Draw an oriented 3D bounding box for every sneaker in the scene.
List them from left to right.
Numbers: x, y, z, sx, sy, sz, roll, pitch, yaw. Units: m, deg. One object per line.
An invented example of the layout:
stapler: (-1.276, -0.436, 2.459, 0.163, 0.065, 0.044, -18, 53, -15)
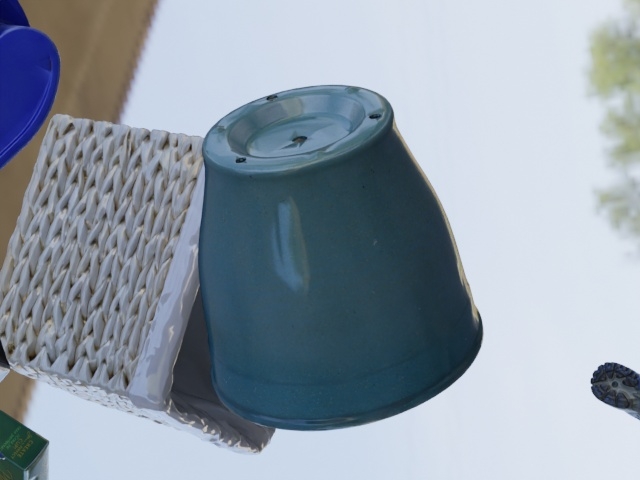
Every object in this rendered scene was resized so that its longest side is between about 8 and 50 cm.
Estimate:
sneaker: (0.321, 0.157, 1.718, 0.052, 0.135, 0.058, -58, -29, 4)

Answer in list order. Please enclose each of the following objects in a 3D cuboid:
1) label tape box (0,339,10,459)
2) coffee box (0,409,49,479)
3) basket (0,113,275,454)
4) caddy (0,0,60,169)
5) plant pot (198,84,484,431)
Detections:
label tape box: (-0.320, -0.005, 1.261, 0.348, 0.115, 0.249, 33, -151, -58)
coffee box: (-0.336, 0.179, 1.711, 0.040, 0.184, 0.113, -52, -16, -32)
basket: (-0.191, 0.056, 2.189, 0.328, 0.266, 0.331, 38, -116, -65)
caddy: (-0.404, -0.131, 1.691, 0.341, 0.179, 0.241, -45, -71, -18)
plant pot: (0.000, 0.000, 1.740, 0.271, 0.272, 0.255, -68, -31, -58)
